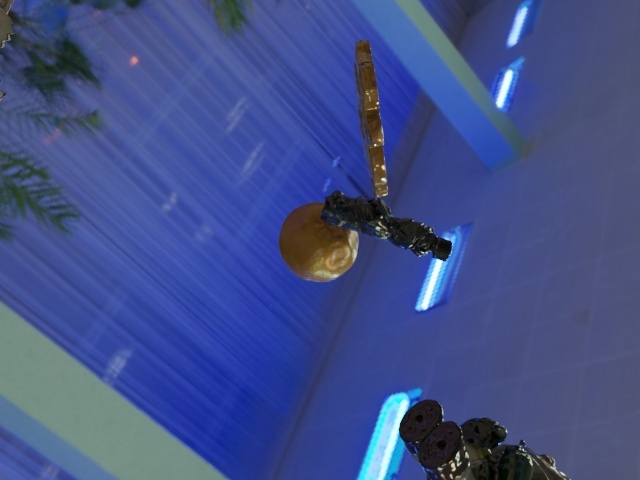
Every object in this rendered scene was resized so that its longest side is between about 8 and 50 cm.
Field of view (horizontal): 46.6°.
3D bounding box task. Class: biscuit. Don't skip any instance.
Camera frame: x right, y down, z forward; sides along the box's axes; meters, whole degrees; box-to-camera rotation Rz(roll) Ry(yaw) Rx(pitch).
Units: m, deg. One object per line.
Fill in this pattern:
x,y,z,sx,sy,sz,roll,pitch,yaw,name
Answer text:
0.058,-0.147,0.895,0.027,0.184,0.134,-9,-126,2,biscuit

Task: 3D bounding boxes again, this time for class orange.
0.000,0.000,1.417,0.159,0.159,0.136,-59,-174,-32,orange

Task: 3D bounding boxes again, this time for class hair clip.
-0.416,-0.278,0.952,0.034,0.072,0.226,-8,-112,59,hair clip

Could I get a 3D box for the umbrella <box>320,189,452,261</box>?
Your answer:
0.111,-0.026,1.215,0.080,0.224,0.071,-60,172,-74,umbrella

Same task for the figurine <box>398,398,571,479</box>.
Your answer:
0.243,0.341,1.001,0.167,0.370,0.281,-47,-148,-1,figurine
